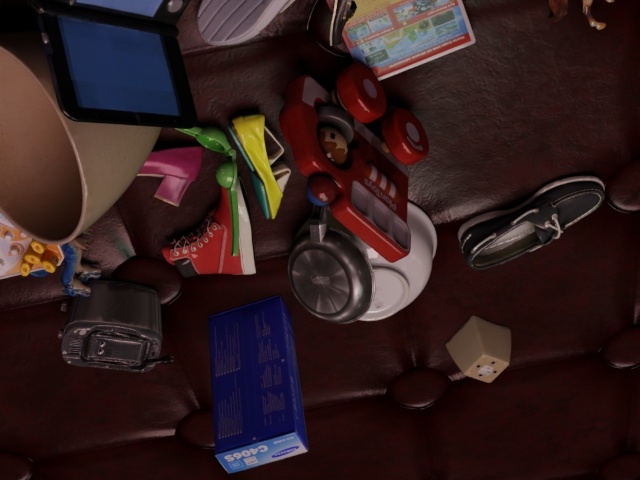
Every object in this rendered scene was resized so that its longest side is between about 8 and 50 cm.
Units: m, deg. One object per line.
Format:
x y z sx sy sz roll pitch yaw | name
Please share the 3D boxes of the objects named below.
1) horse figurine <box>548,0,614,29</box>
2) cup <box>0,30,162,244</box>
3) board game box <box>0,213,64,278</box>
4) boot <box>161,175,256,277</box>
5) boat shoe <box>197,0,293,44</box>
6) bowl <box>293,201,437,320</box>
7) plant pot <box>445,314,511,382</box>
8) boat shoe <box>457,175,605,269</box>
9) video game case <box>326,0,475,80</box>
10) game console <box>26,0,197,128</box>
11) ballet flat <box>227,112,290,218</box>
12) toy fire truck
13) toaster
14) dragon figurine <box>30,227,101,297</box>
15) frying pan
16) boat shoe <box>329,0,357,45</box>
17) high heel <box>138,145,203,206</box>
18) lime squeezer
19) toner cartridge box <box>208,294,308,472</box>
0.459 -0.447 1.655 0.263 0.066 0.174 -40 132 23 | horse figurine
-0.388 -0.192 1.622 0.237 0.331 0.331 -35 149 -40 | cup
-0.690 -0.074 1.775 0.390 0.050 0.390 -13 118 4 | board game box
-0.216 -0.019 1.944 0.176 0.088 0.244 -4 137 -3 | boot
-0.070 -0.391 1.592 0.302 0.109 0.094 -27 175 40 | boat shoe
0.093 0.062 2.029 0.298 0.134 0.298 -4 133 -4 | bowl
0.353 0.245 2.261 0.109 0.096 0.109 21 126 -25 | plant pot
0.419 -0.027 2.020 0.302 0.091 0.114 -27 131 16 | boat shoe
0.116 -0.399 1.677 0.204 0.025 0.285 -20 132 10 | video game case
-0.253 -0.314 1.495 0.250 0.173 0.293 -53 158 23 | game console
-0.097 -0.135 1.864 0.077 0.077 0.231 -26 131 -7 | ballet flat
0.052 -0.131 1.742 0.169 0.254 0.302 -27 132 31 | toy fire truck
-0.399 0.167 2.044 0.227 0.146 0.129 8 132 -14 | toaster
-0.521 0.010 1.923 0.289 0.085 0.144 26 124 -30 | dragon figurine
0.024 0.014 1.911 0.197 0.053 0.326 26 123 25 | frying pan
0.037 -0.367 1.643 0.042 0.049 0.133 7 127 -4 | boat shoe
-0.331 -0.159 1.822 0.244 0.082 0.117 25 90 -9 | high heel
-0.189 -0.129 1.809 0.059 0.110 0.310 -21 103 49 | lime squeezer
-0.129 0.277 2.049 0.165 0.348 0.075 -18 134 9 | toner cartridge box
